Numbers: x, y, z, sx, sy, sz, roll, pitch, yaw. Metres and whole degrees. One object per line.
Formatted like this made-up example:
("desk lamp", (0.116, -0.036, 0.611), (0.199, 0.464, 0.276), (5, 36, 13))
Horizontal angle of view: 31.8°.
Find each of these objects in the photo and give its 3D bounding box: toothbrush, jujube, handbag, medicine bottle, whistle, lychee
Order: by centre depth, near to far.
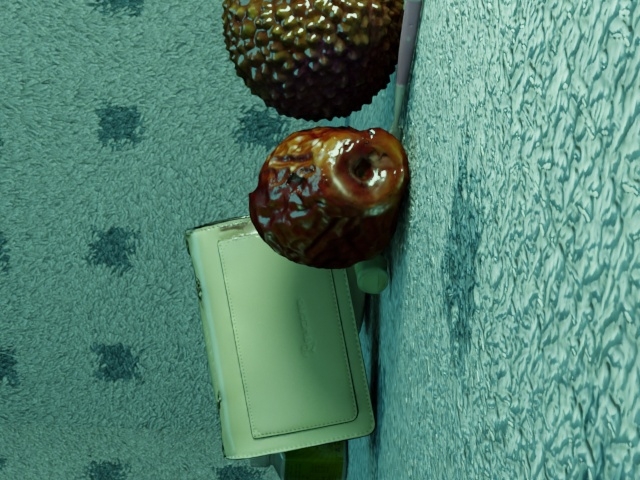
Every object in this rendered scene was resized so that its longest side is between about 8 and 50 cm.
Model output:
("toothbrush", (0.103, -0.212, 1.386), (0.286, 0.020, 0.025), (95, -177, -51))
("jujube", (0.011, -0.060, 1.448), (0.290, 0.197, 0.197), (152, 121, -69))
("lychee", (0.003, -0.281, 1.456), (0.271, 0.271, 0.271), (-178, 90, -87))
("whistle", (0.063, -0.017, 1.621), (0.258, 0.067, 0.126), (-95, 6, -54))
("handbag", (-0.064, 0.140, 1.722), (0.160, 0.236, 0.358), (137, 123, -83))
("medicine bottle", (-0.043, 0.406, 2.220), (0.132, 0.188, 0.088), (-91, 4, -46))

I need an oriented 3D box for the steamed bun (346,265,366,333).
("steamed bun", (0.006, 0.043, 1.893), (0.164, 0.146, 0.242), (146, 125, -85))
